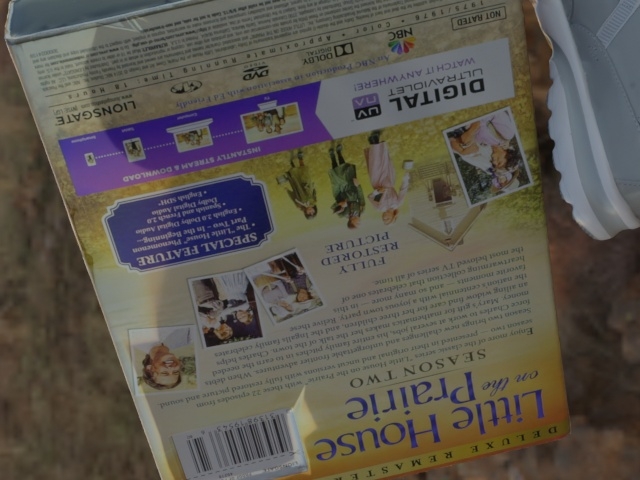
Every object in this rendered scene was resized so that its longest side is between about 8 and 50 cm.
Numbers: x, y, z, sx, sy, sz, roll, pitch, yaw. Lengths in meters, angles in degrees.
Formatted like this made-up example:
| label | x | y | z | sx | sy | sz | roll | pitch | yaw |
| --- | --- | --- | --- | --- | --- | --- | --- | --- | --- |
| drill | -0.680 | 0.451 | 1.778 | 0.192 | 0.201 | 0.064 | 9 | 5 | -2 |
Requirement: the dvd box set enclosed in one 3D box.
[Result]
| label | x | y | z | sx | sy | sz | roll | pitch | yaw |
| --- | --- | --- | --- | --- | --- | --- | --- | --- | --- |
| dvd box set | 0.000 | 0.000 | 0.980 | 0.062 | 0.307 | 0.420 | -102 | -1 | -54 |

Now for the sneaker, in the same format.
| label | x | y | z | sx | sy | sz | roll | pitch | yaw |
| --- | --- | --- | --- | --- | --- | --- | --- | --- | --- |
| sneaker | 0.200 | -0.142 | 0.930 | 0.105 | 0.115 | 0.281 | 26 | -126 | -63 |
